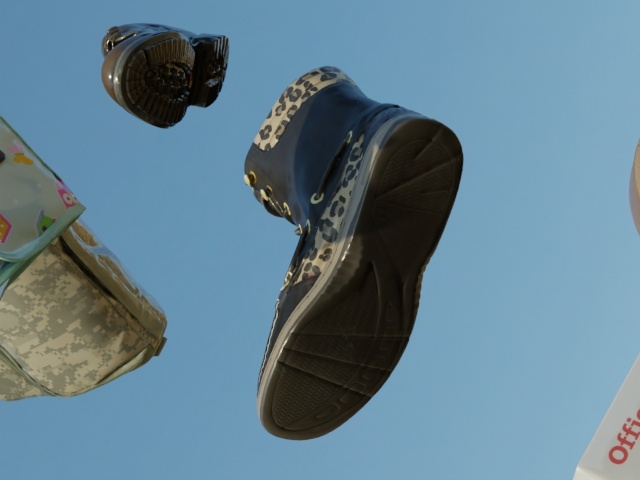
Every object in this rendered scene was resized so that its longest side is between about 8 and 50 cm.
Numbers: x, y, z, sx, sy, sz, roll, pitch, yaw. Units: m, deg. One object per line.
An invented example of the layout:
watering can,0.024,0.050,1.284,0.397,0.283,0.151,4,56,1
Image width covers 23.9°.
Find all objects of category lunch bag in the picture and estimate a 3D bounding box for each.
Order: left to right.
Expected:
lunch bag,-0.370,-0.019,1.356,0.262,0.223,0.160,-46,4,-16
lunch bag,-0.372,0.057,1.974,0.305,0.256,0.212,52,-139,-35

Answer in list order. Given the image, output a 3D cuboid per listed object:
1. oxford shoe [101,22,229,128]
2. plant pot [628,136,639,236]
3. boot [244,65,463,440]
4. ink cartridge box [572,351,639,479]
oxford shoe,-0.153,-0.146,1.295,0.227,0.096,0.082,-35,-42,-78
plant pot,0.449,-0.012,1.632,0.263,0.263,0.229,-49,-18,-22
boot,0.000,0.000,1.657,0.138,0.284,0.377,12,-72,-27
ink cartridge box,0.434,0.243,1.534,0.223,0.307,0.129,-54,-21,-29
